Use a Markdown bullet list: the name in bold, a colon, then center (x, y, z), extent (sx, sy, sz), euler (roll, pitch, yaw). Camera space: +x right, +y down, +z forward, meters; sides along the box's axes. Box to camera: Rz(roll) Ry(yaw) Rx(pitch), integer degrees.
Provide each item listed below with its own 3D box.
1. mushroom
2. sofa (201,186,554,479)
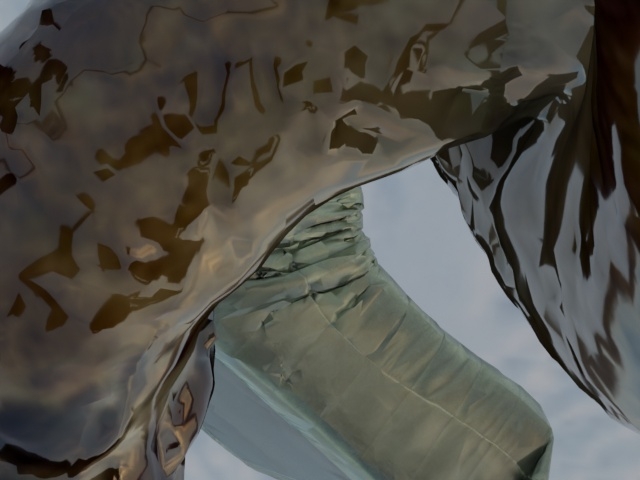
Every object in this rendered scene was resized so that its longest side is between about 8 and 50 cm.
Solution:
- **mushroom**: center (0.026, -0.101, 0.486), extent (0.356, 0.331, 0.334), euler (-4, 138, 4)
- **sofa**: center (0.000, 0.000, 0.885), extent (0.225, 0.176, 0.210), euler (43, 163, -22)
